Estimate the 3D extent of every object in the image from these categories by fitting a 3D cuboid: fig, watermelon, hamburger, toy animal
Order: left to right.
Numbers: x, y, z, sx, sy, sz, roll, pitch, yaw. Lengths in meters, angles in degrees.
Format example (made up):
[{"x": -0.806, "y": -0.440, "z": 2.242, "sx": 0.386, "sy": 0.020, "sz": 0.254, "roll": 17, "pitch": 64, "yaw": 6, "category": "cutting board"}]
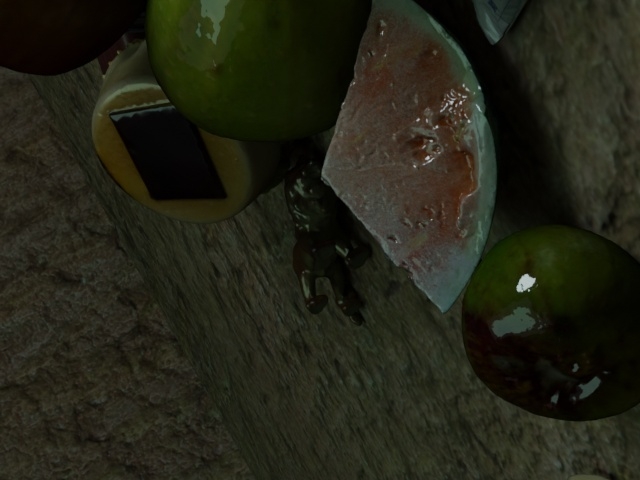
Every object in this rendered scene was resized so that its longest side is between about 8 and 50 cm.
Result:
[{"x": -0.181, "y": -0.163, "z": 1.524, "sx": 0.302, "sy": 0.170, "sz": 0.302, "roll": 13, "pitch": 135, "yaw": 13, "category": "hamburger"}, {"x": -0.060, "y": -0.243, "z": 1.098, "sx": 0.258, "sy": 0.258, "sz": 0.326, "roll": 57, "pitch": 169, "yaw": 17, "category": "fig"}, {"x": 0.000, "y": 0.000, "z": 1.560, "sx": 0.312, "sy": 0.097, "sz": 0.157, "roll": 91, "pitch": 159, "yaw": -57, "category": "toy animal"}, {"x": 0.095, "y": -0.105, "z": 1.060, "sx": 0.256, "sy": 0.176, "sz": 0.260, "roll": 51, "pitch": 125, "yaw": 50, "category": "watermelon"}, {"x": 0.218, "y": 0.069, "z": 0.976, "sx": 0.191, "sy": 0.181, "sz": 0.181, "roll": -104, "pitch": -1, "yaw": -59, "category": "fig"}]

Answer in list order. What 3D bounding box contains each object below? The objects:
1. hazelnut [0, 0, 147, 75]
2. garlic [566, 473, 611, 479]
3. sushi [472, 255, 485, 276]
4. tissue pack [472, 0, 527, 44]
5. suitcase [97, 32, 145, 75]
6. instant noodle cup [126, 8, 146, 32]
[{"x": -0.310, "y": -0.354, "z": 1.128, "sx": 0.366, "sy": 0.366, "sz": 0.366, "roll": 51, "pitch": 157, "yaw": 31, "category": "hazelnut"}, {"x": 0.309, "y": 0.290, "z": 1.182, "sx": 0.083, "sy": 0.053, "sz": 0.041, "roll": 41, "pitch": 150, "yaw": 30, "category": "garlic"}, {"x": 0.194, "y": 0.035, "z": 1.158, "sx": 0.046, "sy": 0.044, "sz": 0.083, "roll": 61, "pitch": 162, "yaw": 9, "category": "sushi"}, {"x": 0.154, "y": -0.264, "z": 0.902, "sx": 0.122, "sy": 0.026, "sz": 0.193, "roll": 60, "pitch": 160, "yaw": 11, "category": "tissue pack"}, {"x": -0.263, "y": -0.326, "z": 1.667, "sx": 0.236, "sy": 0.161, "sz": 0.297, "roll": 39, "pitch": 149, "yaw": 50, "category": "suitcase"}, {"x": -0.244, "y": -0.429, "z": 1.407, "sx": 0.181, "sy": 0.258, "sz": 0.302, "roll": -32, "pitch": 53, "yaw": 55, "category": "instant noodle cup"}]
